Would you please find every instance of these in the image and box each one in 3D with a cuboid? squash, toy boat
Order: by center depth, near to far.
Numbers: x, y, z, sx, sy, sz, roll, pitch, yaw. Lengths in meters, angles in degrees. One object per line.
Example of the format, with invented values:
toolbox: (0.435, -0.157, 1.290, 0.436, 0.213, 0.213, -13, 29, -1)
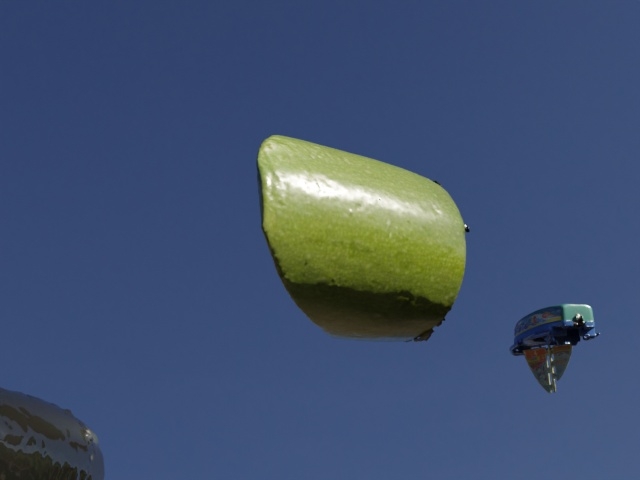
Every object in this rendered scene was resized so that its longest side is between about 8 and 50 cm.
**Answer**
squash: (0.000, 0.000, 1.361, 0.261, 0.189, 0.189, 9, -42, -36)
toy boat: (0.306, 0.151, 1.878, 0.091, 0.110, 0.175, 3, -14, -21)

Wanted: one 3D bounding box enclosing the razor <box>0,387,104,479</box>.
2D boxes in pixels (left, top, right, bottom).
razor: (-0.283, 0.194, 1.032, 0.107, 0.189, 0.327, 14, -10, 27)
